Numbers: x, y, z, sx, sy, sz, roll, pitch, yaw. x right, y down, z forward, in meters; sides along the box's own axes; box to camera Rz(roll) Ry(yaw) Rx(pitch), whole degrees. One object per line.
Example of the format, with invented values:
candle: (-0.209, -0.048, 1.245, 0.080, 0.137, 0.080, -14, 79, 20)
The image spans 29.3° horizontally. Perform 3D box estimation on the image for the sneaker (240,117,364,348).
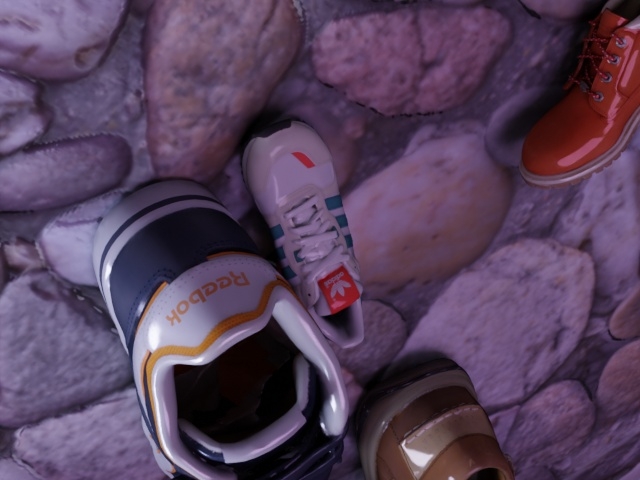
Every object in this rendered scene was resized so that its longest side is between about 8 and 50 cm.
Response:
sneaker: (0.000, 0.000, 0.738, 0.057, 0.075, 0.161, -26, 137, -13)

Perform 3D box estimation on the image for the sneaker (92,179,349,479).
sneaker: (-0.048, 0.113, 0.771, 0.126, 0.127, 0.321, -32, 139, -9)

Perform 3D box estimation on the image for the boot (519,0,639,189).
boot: (0.179, -0.105, 0.786, 0.158, 0.059, 0.084, -45, 135, -5)

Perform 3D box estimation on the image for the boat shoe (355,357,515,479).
boat shoe: (0.099, 0.237, 0.980, 0.122, 0.120, 0.324, -26, 136, -13)
